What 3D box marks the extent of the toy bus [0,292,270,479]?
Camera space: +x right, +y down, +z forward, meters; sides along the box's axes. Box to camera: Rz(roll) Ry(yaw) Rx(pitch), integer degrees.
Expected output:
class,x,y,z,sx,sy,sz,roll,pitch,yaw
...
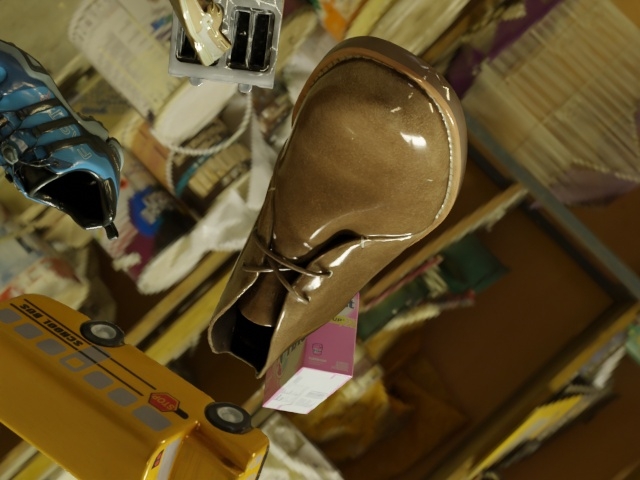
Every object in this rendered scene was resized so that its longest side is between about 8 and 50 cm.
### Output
class,x,y,z,sx,sy,sz,roll,pitch,yaw
toy bus,-0.221,0.181,1.037,0.130,0.332,0.108,-21,136,-59

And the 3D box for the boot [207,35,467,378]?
class,x,y,z,sx,sy,sz,roll,pitch,yaw
boot,0.000,0.000,0.611,0.115,0.112,0.305,-53,175,-31

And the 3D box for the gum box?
class,x,y,z,sx,sy,sz,roll,pitch,yaw
gum box,-0.016,0.137,1.205,0.188,0.062,0.107,129,-29,-60

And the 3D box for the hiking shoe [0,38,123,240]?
class,x,y,z,sx,sy,sz,roll,pitch,yaw
hiking shoe,-0.330,-0.122,1.111,0.113,0.132,0.304,-36,137,19

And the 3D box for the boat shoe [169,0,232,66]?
class,x,y,z,sx,sy,sz,roll,pitch,yaw
boat shoe,-0.127,-0.240,1.046,0.045,0.050,0.135,-30,158,-4

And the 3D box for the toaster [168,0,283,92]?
class,x,y,z,sx,sy,sz,roll,pitch,yaw
toaster,-0.139,-0.324,1.486,0.110,0.168,0.186,-96,-166,-64
